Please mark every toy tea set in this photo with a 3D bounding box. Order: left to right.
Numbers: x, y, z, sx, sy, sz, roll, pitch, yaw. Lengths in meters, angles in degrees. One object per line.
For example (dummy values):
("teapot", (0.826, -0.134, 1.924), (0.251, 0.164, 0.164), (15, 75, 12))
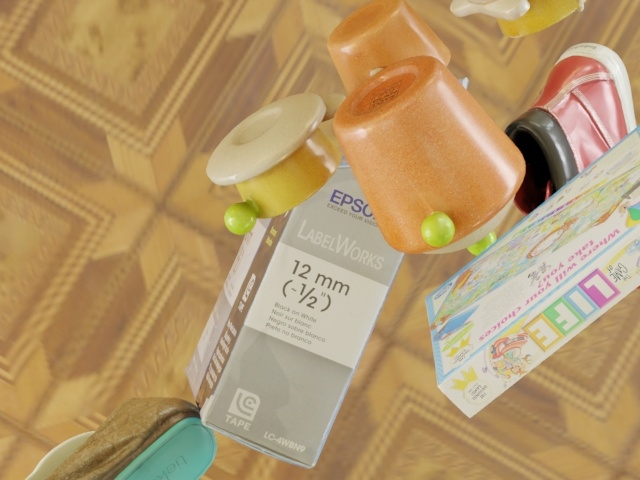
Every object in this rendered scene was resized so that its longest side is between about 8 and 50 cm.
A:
("toy tea set", (0.092, -0.099, 1.139), (0.336, 0.200, 0.124), (-48, 116, -29))

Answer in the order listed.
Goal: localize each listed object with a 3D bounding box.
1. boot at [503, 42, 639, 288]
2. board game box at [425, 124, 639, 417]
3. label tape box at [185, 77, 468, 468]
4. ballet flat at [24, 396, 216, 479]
("boot", (0.234, -0.028, 1.576), (0.176, 0.088, 0.244), (-49, 124, -42))
("board game box", (0.123, 0.014, 0.925), (0.154, 0.103, 0.026), (-40, 108, 16))
("label tape box", (0.000, 0.000, 1.570), (0.115, 0.249, 0.347), (21, 93, -9))
("ballet flat", (-0.243, 0.254, 1.582), (0.342, 0.124, 0.116), (-44, 129, -26))
